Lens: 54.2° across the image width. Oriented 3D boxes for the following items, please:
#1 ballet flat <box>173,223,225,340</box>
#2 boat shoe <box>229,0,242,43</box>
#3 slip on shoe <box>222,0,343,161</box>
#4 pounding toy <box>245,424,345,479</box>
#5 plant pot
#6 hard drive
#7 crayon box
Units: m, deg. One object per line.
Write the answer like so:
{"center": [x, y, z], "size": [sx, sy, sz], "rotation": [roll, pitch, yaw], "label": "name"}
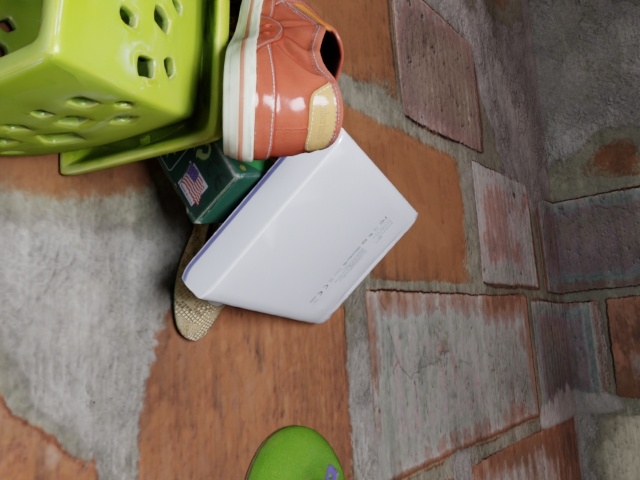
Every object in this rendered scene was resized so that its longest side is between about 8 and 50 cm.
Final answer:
{"center": [-0.117, 0.012, 0.719], "size": [0.073, 0.067, 0.206], "rotation": [31, 59, -50], "label": "ballet flat"}
{"center": [-0.106, -0.275, 0.695], "size": [0.257, 0.095, 0.095], "rotation": [3, 89, -58], "label": "boat shoe"}
{"center": [-0.031, -0.173, 0.596], "size": [0.331, 0.101, 0.123], "rotation": [-93, -172, -55], "label": "slip on shoe"}
{"center": [0.008, 0.352, 0.778], "size": [0.183, 0.110, 0.237], "rotation": [-23, 101, -54], "label": "pounding toy"}
{"center": [-0.202, -0.181, 0.521], "size": [0.207, 0.228, 0.227], "rotation": [21, 65, -57], "label": "plant pot"}
{"center": [0.000, 0.000, 0.732], "size": [0.040, 0.210, 0.318], "rotation": [44, 6, 24], "label": "hard drive"}
{"center": [-0.061, -0.125, 0.753], "size": [0.318, 0.081, 0.202], "rotation": [-6, 58, -56], "label": "crayon box"}
